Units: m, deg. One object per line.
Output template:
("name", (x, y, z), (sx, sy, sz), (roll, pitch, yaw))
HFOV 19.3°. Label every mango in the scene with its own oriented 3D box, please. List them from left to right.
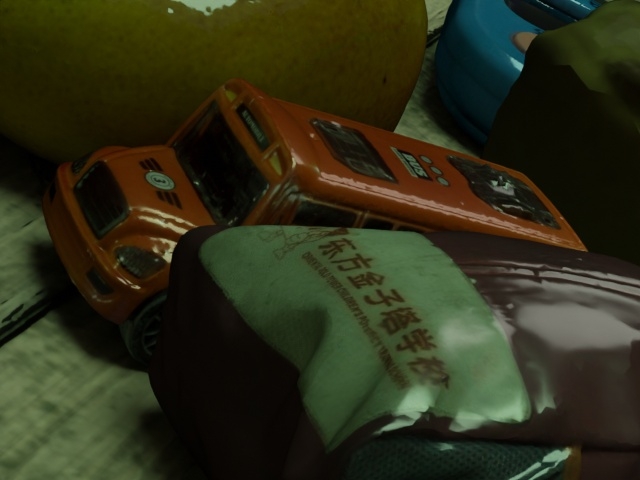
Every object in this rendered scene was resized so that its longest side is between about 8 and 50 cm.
("mango", (-0.094, -0.143, 1.287), (0.378, 0.221, 0.264), (-4, 43, -38))

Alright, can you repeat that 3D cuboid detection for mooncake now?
("mooncake", (0.332, -0.089, 1.489), (0.393, 0.246, 0.394), (15, 41, -3))

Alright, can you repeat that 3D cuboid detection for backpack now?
("backpack", (0.091, 0.101, 0.981), (0.317, 0.197, 0.283), (4, 28, -24))

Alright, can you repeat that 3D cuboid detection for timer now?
("timer", (0.270, -0.133, 1.812), (0.340, 0.115, 0.309), (27, 27, -4))

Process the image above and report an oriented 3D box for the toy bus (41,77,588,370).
("toy bus", (0.000, 0.000, 1.165), (0.329, 0.153, 0.143), (14, 28, -34))
